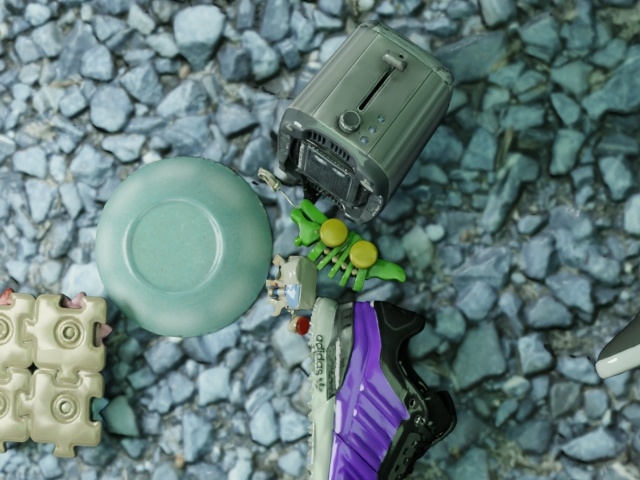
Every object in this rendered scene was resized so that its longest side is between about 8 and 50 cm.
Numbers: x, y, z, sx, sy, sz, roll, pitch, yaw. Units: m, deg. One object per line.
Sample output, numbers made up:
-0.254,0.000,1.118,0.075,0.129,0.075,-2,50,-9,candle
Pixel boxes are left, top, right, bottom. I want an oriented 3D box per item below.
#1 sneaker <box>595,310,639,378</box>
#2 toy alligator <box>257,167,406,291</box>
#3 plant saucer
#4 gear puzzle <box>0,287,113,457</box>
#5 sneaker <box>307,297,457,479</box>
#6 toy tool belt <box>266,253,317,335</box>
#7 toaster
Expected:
0.366,0.009,1.403,0.296,0.104,0.147,-35,82,1,sneaker
0.000,0.000,1.469,0.189,0.056,0.051,36,82,2,toy alligator
-0.149,0.006,1.511,0.195,0.037,0.195,0,88,9,plant saucer
-0.384,0.136,1.546,0.339,0.044,0.175,2,91,12,gear puzzle
0.065,0.203,1.440,0.146,0.102,0.293,-1,89,8,sneaker
-0.032,0.056,1.491,0.051,0.052,0.083,2,85,40,toy tool belt
0.045,-0.113,1.408,0.129,0.227,0.146,36,77,7,toaster
